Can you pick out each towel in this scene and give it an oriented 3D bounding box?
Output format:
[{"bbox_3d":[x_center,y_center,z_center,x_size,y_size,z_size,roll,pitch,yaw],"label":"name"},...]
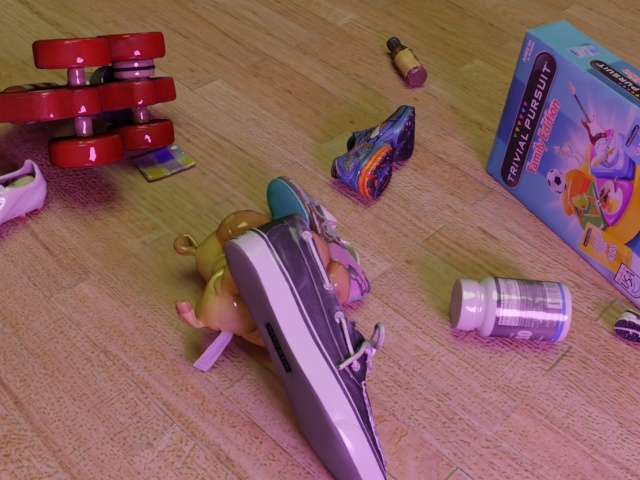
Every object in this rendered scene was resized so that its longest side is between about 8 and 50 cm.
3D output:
[{"bbox_3d":[-0.238,-0.119,1.193,0.083,0.009,0.060,-22,50,-28],"label":"towel"}]

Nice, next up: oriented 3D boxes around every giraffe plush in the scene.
[{"bbox_3d":[-0.090,0.037,0.968,0.210,0.181,0.170,-35,36,7],"label":"giraffe plush"}]

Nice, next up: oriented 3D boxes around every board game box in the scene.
[{"bbox_3d":[0.390,-0.109,1.092,0.079,0.253,0.336,-20,49,-25],"label":"board game box"}]

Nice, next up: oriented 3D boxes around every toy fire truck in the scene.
[{"bbox_3d":[-0.368,-0.210,1.149,0.254,0.169,0.302,4,17,24],"label":"toy fire truck"}]

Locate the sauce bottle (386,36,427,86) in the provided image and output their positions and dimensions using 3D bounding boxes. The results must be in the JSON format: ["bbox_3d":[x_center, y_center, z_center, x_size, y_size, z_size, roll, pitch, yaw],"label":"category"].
[{"bbox_3d":[0.156,-0.333,1.448,0.042,0.042,0.128,-9,48,-17],"label":"sauce bottle"}]

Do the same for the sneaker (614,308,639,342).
[{"bbox_3d":[0.437,0.120,1.014,0.109,0.040,0.044,29,36,15],"label":"sneaker"}]

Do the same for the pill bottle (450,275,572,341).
[{"bbox_3d":[0.238,0.085,0.995,0.137,0.078,0.078,5,43,-2],"label":"pill bottle"}]

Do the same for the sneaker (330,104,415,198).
[{"bbox_3d":[0.087,-0.153,1.226,0.087,0.083,0.221,17,40,21],"label":"sneaker"}]

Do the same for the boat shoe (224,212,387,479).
[{"bbox_3d":[0.010,0.119,0.823,0.105,0.113,0.306,-25,84,-24],"label":"boat shoe"}]

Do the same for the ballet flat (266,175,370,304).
[{"bbox_3d":[0.000,0.000,1.066,0.079,0.076,0.221,-2,46,-36],"label":"ballet flat"}]

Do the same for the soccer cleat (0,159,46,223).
[{"bbox_3d":[-0.443,-0.037,1.031,0.068,0.076,0.196,26,47,18],"label":"soccer cleat"}]
